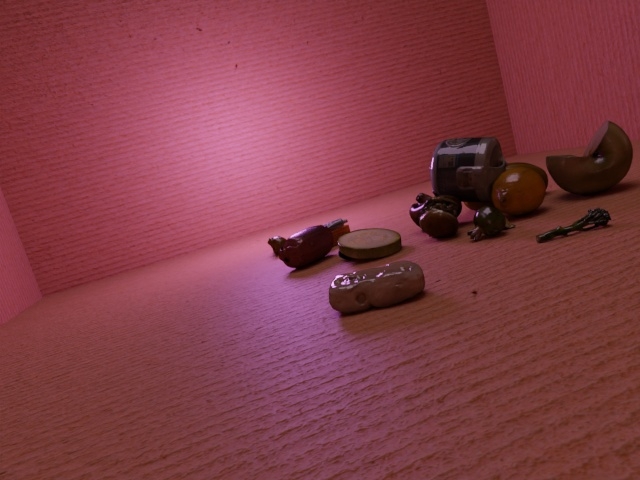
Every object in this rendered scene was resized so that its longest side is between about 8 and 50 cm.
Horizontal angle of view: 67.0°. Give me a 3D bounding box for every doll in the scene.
[{"bbox_3d":[-0.218,0.035,2.559,0.137,0.097,0.209,15,-9,-3],"label":"doll"}]

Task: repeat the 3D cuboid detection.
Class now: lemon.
[{"bbox_3d":[0.763,-0.189,1.870,0.257,0.188,0.188,-28,15,-35],"label":"lemon"}]

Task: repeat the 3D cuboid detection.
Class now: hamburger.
[{"bbox_3d":[0.453,-0.074,1.866,0.159,0.184,0.131,10,50,-2],"label":"hamburger"}]

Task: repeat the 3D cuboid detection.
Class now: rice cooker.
[{"bbox_3d":[0.624,-0.295,2.026,0.277,0.288,0.288,5,20,37],"label":"rice cooker"}]

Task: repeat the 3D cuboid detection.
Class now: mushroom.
[{"bbox_3d":[0.485,-0.114,2.030,0.194,0.138,0.231,17,-14,-13],"label":"mushroom"}]

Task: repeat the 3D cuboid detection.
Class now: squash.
[{"bbox_3d":[0.190,0.008,1.909,0.252,0.048,0.252,-7,19,2],"label":"squash"}]

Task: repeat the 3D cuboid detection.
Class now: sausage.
[{"bbox_3d":[-0.053,0.024,2.076,0.152,0.152,0.280,-6,14,45],"label":"sausage"}]

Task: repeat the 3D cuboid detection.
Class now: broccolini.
[{"bbox_3d":[0.750,-0.047,1.446,0.216,0.058,0.067,-15,12,5],"label":"broccolini"}]

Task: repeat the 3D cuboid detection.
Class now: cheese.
[{"bbox_3d":[0.151,0.122,1.317,0.263,0.092,0.159,-13,10,10],"label":"cheese"}]

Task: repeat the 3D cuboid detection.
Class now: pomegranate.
[{"bbox_3d":[0.574,-0.056,1.686,0.142,0.114,0.114,-42,10,-1],"label":"pomegranate"}]

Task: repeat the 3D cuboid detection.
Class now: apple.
[{"bbox_3d":[1.072,-0.303,1.916,0.295,0.233,0.258,-32,-8,11],"label":"apple"}]

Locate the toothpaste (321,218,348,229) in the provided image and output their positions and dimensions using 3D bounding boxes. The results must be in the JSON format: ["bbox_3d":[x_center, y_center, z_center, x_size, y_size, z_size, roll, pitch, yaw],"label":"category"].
[{"bbox_3d":[0.029,-0.063,2.355,0.218,0.041,0.064,-19,15,-1],"label":"toothpaste"}]

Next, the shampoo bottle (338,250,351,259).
[{"bbox_3d":[0.162,0.028,1.996,0.087,0.050,0.183,-2,16,46],"label":"shampoo bottle"}]

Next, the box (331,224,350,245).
[{"bbox_3d":[0.000,0.000,2.366,0.174,0.076,0.274,-8,12,46],"label":"box"}]

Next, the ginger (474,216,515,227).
[{"bbox_3d":[0.636,-0.058,1.761,0.137,0.044,0.057,-10,28,38],"label":"ginger"}]

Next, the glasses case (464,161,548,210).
[{"bbox_3d":[0.830,-0.253,2.192,0.372,0.173,0.141,-14,13,8],"label":"glasses case"}]
